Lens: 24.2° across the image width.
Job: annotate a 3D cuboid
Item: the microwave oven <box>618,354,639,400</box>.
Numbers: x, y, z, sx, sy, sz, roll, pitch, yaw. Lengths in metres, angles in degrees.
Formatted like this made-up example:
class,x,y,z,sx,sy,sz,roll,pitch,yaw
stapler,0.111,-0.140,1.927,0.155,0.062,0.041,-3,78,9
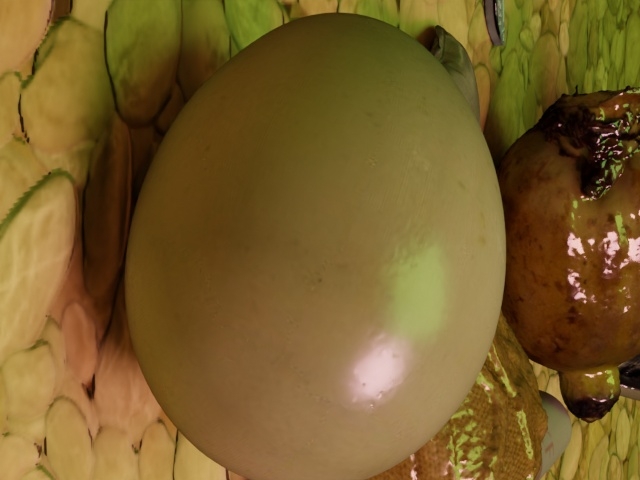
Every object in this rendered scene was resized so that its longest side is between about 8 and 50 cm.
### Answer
class,x,y,z,sx,sy,sz,roll,pitch,yaw
microwave oven,0.413,0.007,1.447,0.355,0.218,0.286,116,-10,-69

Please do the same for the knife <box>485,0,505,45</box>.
class,x,y,z,sx,sy,sz,roll,pitch,yaw
knife,0.143,-0.263,1.232,0.028,0.015,0.210,-41,131,-64

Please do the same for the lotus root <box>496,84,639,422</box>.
class,x,y,z,sx,sy,sz,roll,pitch,yaw
lotus root,0.224,0.008,1.271,0.141,0.169,0.314,-102,-169,-69

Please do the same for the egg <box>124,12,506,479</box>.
class,x,y,z,sx,sy,sz,roll,pitch,yaw
egg,0.000,0.000,0.753,0.188,0.188,0.254,57,38,-52

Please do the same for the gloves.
class,x,y,z,sx,sy,sz,roll,pitch,yaw
gloves,0.058,0.132,0.933,0.203,0.155,0.357,-28,117,-63

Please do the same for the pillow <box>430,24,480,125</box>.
class,x,y,z,sx,sy,sz,roll,pitch,yaw
pillow,0.093,-0.082,1.061,0.233,0.038,0.131,-62,143,-74

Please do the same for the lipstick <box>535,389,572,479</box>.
class,x,y,z,sx,sy,sz,roll,pitch,yaw
lipstick,0.138,0.188,1.220,0.254,0.070,0.070,-24,115,-63
